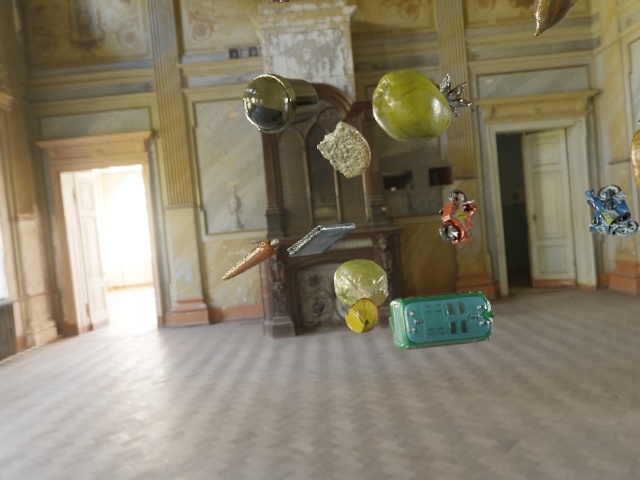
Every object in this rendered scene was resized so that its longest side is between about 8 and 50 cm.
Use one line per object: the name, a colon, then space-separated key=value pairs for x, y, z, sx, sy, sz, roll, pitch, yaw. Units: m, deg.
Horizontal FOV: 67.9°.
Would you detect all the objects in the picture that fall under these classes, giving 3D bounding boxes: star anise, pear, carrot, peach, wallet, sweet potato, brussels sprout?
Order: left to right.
carrot: x=-0.265 y=0.081 z=1.803 sx=0.336 sy=0.069 sz=0.069 roll=-35 pitch=-16 yaw=33
wallet: x=-0.001 y=-0.002 z=1.674 sx=0.168 sy=0.036 sz=0.222 roll=-5 pitch=-23 yaw=-39
brussels sprout: x=0.203 y=0.222 z=2.421 sx=0.274 sy=0.242 sz=0.316 roll=15 pitch=22 yaw=-5
peach: x=0.171 y=0.310 z=1.918 sx=0.152 sy=0.151 sz=0.118 roll=-5 pitch=-23 yaw=24
pear: x=0.342 y=-0.498 z=1.791 sx=0.307 sy=0.252 sz=0.253 roll=18 pitch=-12 yaw=-33
star anise: x=0.525 y=-0.614 z=2.075 sx=0.263 sy=0.230 sz=0.081 roll=11 pitch=47 yaw=18
sweet potato: x=0.789 y=-0.852 z=1.547 sx=0.158 sy=0.369 sz=0.157 roll=-5 pitch=45 yaw=5

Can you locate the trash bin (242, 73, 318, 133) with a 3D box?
trash bin: x=-0.160 y=-0.517 z=1.795 sx=0.214 sy=0.214 sz=0.334 roll=-4 pitch=14 yaw=27

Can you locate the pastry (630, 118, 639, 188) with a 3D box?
pastry: x=0.962 y=-0.220 z=1.187 sx=0.357 sy=0.355 sz=0.164 roll=-5 pitch=14 yaw=-2

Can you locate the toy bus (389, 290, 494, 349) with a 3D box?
toy bus: x=0.416 y=0.270 z=1.629 sx=0.344 sy=0.183 sz=0.199 roll=-7 pitch=-12 yaw=-1

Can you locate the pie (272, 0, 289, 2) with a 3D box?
pie: x=-0.162 y=-0.899 z=1.693 sx=0.155 sy=0.036 sz=0.154 roll=11 pitch=-3 yaw=1

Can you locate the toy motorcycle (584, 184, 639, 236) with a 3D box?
toy motorcycle: x=0.966 y=-0.094 z=1.601 sx=0.136 sy=0.092 sz=0.254 roll=-22 pitch=38 yaw=29

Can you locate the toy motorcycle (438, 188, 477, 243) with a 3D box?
toy motorcycle: x=0.607 y=-0.090 z=2.098 sx=0.171 sy=0.298 sz=0.089 roll=33 pitch=-33 yaw=-12

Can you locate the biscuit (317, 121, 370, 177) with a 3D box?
biscuit: x=0.083 y=-0.309 z=1.636 sx=0.188 sy=0.040 sz=0.265 roll=17 pitch=-29 yaw=14
